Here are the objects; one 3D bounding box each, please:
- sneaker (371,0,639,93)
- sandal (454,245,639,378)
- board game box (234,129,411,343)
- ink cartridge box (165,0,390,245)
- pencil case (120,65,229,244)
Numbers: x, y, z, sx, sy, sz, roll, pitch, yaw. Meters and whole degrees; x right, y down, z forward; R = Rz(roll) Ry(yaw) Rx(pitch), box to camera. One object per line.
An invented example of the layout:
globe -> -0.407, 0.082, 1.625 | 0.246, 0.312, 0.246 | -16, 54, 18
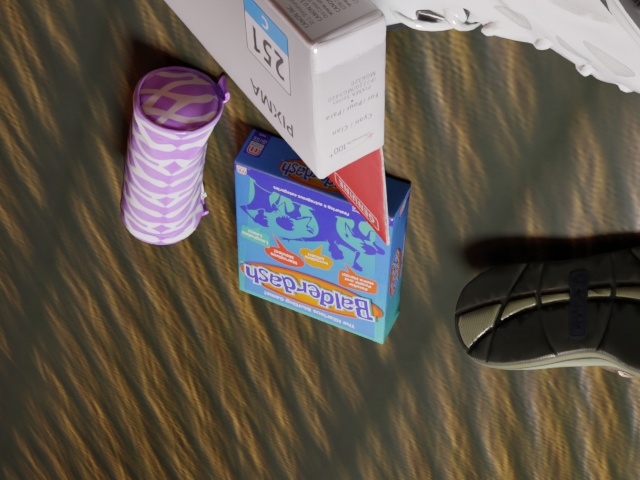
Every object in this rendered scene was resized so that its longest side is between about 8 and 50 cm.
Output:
sneaker -> 0.165, -0.189, 1.211 | 0.447, 0.169, 0.257 | 40, 155, -3
sandal -> 0.261, 0.067, 1.521 | 0.303, 0.120, 0.086 | 2, 167, 37
board game box -> 0.000, 0.000, 1.657 | 0.160, 0.047, 0.210 | 20, 147, 13
ink cartridge box -> -0.054, -0.155, 1.335 | 0.296, 0.066, 0.261 | 50, 159, 33
pencil case -> -0.138, -0.076, 1.627 | 0.088, 0.086, 0.206 | -4, 151, -12
